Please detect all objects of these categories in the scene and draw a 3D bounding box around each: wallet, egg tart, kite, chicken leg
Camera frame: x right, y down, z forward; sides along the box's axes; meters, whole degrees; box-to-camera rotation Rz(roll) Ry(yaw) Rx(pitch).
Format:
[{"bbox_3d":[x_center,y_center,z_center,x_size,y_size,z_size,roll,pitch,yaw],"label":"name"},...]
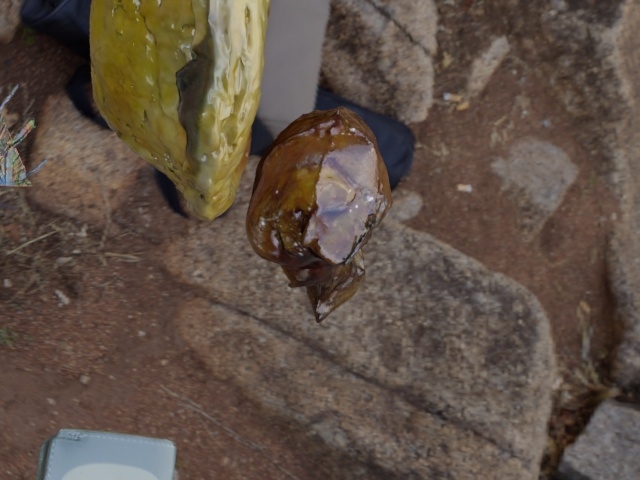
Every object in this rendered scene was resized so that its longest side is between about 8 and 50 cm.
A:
[{"bbox_3d":[-0.386,0.510,1.609,0.252,0.083,0.360,12,64,-19],"label":"wallet"},{"bbox_3d":[-0.151,-0.241,1.024,0.178,0.443,0.443,2,85,-7],"label":"egg tart"},{"bbox_3d":[-0.501,-0.146,1.506,0.183,0.010,0.160,82,25,-44],"label":"kite"},{"bbox_3d":[0.000,0.000,0.696,0.093,0.304,0.113,18,73,7],"label":"chicken leg"}]
